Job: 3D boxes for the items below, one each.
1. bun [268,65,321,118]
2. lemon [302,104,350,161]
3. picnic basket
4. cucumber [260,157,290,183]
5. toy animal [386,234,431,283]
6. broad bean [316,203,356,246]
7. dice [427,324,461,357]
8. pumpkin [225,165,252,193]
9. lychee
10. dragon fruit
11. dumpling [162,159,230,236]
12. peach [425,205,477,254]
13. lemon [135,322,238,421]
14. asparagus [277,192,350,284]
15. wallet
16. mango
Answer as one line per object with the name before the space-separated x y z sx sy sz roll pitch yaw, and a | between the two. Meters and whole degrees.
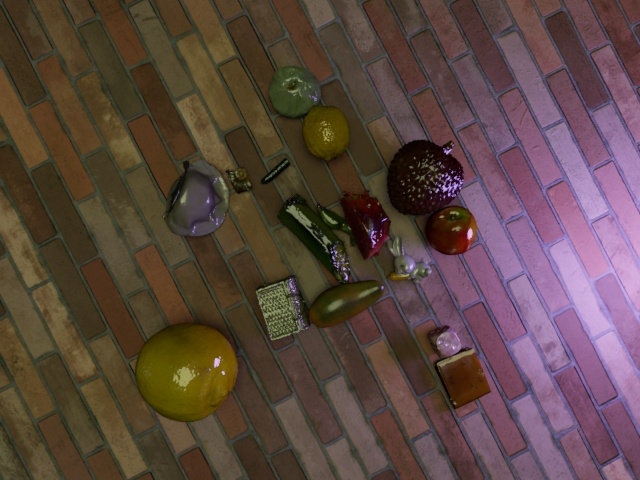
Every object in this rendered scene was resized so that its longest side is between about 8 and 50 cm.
bun | -0.092 -0.548 1.705 0.196 0.118 0.195 0 88 -5
lemon | 0.021 -0.387 1.675 0.181 0.180 0.193 -12 61 -2
picnic basket | -0.130 0.238 1.687 0.154 0.134 0.196 -17 90 2
cucumber | -0.171 -0.255 1.740 0.133 0.032 0.032 -41 91 -3
toy animal | 0.311 0.081 1.734 0.182 0.131 0.127 29 57 -8
broad bean | 0.065 -0.063 1.737 0.214 0.048 0.070 41 88 -4
dice | 0.459 0.374 1.720 0.091 0.094 0.093 -27 89 -1
pumpkin | -0.301 -0.228 1.738 0.073 0.035 0.101 -22 93 10
lychee | 0.362 -0.226 1.637 0.276 0.276 0.304 35 106 -1
dragon fruit | 0.193 -0.077 1.682 0.161 0.126 0.274 -25 96 -22
dumpling | -0.444 -0.150 1.672 0.205 0.163 0.292 23 77 3
peach | 0.469 -0.031 1.683 0.197 0.197 0.197 0 89 -2
lemon | -0.454 0.441 1.583 0.348 0.348 0.347 0 89 -2
asparagus | 0.000 0.000 1.705 0.128 0.108 0.382 -42 93 14
wallet | 0.535 0.515 1.750 0.161 0.042 0.195 -26 92 3
mango | 0.093 0.224 1.688 0.289 0.146 0.129 -18 49 -6
